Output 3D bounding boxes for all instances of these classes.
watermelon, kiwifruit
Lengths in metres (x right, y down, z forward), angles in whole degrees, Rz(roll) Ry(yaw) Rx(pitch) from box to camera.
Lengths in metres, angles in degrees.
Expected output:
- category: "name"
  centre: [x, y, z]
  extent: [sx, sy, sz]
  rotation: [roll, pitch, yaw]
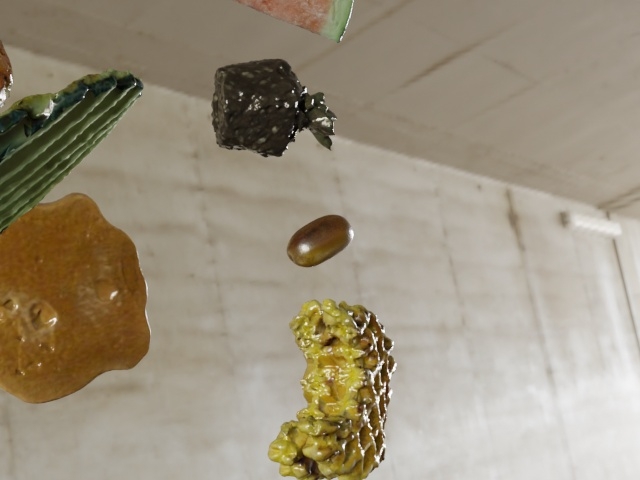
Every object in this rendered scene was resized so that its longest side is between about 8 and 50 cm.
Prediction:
- category: "watermelon"
  centre: [-0.062, -0.455, 1.677]
  extent: [0.250, 0.292, 0.283]
  rotation: [23, -38, 19]
- category: "kiwifruit"
  centre: [0.000, 0.000, 1.864]
  extent: [0.124, 0.075, 0.075]
  rotation: [-26, -6, -17]

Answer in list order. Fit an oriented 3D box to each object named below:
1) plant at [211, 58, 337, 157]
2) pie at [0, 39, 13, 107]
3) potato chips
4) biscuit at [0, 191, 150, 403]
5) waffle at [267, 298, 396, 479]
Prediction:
- category: "plant"
  centre: [-0.106, -0.324, 2.646]
  extent: [0.312, 0.215, 0.213]
  rotation: [0, -49, -10]
- category: "pie"
  centre: [-0.696, -0.318, 1.917]
  extent: [0.308, 0.308, 0.085]
  rotation: [-7, -33, -20]
- category: "potato chips"
  centre: [-0.446, -0.124, 1.629]
  extent: [0.429, 0.070, 0.358]
  rotation: [-40, -8, -5]
- category: "biscuit"
  centre: [-0.514, 0.105, 2.049]
  extent: [0.365, 0.385, 0.062]
  rotation: [-20, 12, -21]
- category: "waffle"
  centre: [0.029, 0.271, 1.907]
  extent: [0.151, 0.324, 0.261]
  rotation: [-1, -25, 31]
